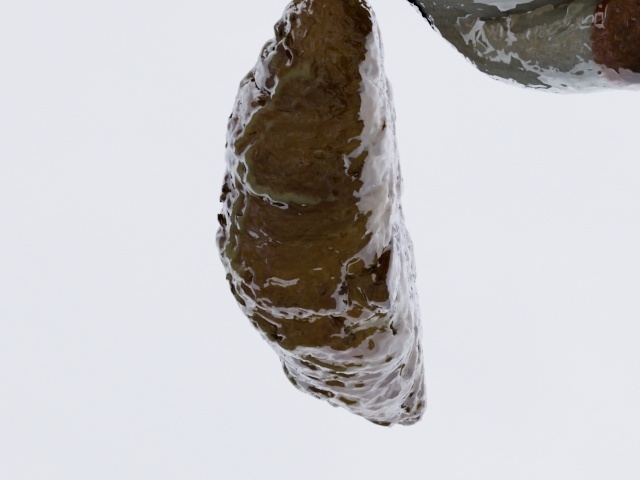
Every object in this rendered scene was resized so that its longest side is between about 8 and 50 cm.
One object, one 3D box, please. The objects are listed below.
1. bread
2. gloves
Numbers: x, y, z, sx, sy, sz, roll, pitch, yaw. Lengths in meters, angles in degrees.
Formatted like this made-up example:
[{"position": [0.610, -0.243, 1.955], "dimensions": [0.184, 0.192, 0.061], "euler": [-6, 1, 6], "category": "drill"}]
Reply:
[{"position": [0.000, 0.000, 0.693], "dimensions": [0.076, 0.233, 0.105], "euler": [-5, -136, 9], "category": "bread"}, {"position": [0.060, -0.124, 0.588], "dimensions": [0.131, 0.140, 0.218], "euler": [-15, -133, 1], "category": "gloves"}]
